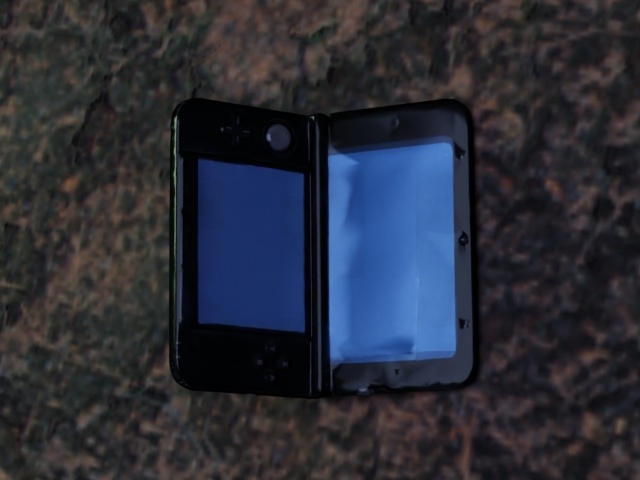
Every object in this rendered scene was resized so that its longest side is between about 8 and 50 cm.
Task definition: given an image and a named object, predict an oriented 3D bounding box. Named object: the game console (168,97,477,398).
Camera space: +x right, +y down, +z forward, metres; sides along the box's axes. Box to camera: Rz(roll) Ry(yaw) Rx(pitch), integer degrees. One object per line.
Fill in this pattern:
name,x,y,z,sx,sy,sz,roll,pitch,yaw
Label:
game console,0.000,0.000,0.765,0.071,0.107,0.122,-18,69,55
